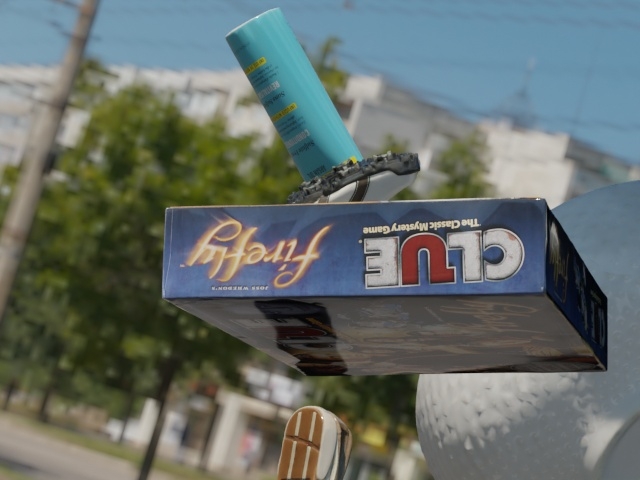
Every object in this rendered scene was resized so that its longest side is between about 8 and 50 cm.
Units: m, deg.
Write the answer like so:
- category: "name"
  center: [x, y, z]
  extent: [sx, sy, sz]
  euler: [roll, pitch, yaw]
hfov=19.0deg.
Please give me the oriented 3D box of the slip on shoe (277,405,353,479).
- category: "slip on shoe"
  center: [-0.012, 0.178, 1.257]
  extent: [0.051, 0.135, 0.041]
  euler: [-4, -25, 39]

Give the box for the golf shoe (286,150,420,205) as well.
- category: "golf shoe"
  center: [0.000, 0.000, 1.502]
  extent: [0.094, 0.198, 0.077]
  euler: [61, 0, -6]

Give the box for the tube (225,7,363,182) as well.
- category: "tube"
  center: [-0.007, -0.092, 1.594]
  extent: [0.207, 0.052, 0.080]
  euler: [61, -31, 0]

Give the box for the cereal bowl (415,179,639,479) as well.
- category: "cereal bowl"
  center: [0.250, 0.130, 1.466]
  extent: [0.339, 0.339, 0.141]
  euler: [21, 20, -29]

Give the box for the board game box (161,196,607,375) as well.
- category: "board game box"
  center: [0.041, 0.027, 0.903]
  extent: [0.165, 0.042, 0.243]
  euler: [-1, -12, 15]
